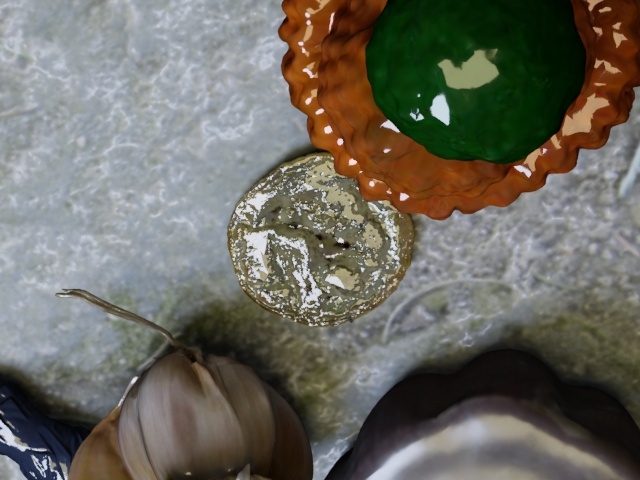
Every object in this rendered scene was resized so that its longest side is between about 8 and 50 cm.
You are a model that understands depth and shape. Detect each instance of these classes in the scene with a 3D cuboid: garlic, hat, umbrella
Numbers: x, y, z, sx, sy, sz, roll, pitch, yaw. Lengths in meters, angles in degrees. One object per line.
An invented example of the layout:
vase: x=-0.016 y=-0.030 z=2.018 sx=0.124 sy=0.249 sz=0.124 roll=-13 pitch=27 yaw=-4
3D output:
garlic: x=-0.121 y=0.156 z=1.449 sx=0.207 sy=0.207 sz=0.257 roll=-23 pitch=117 yaw=15
hat: x=0.105 y=-0.108 z=1.225 sx=0.285 sy=0.400 sz=0.285 roll=2 pitch=116 yaw=4
umbrella: x=-0.274 y=0.162 z=1.561 sx=0.248 sy=0.071 sz=0.071 roll=30 pitch=112 yaw=-1

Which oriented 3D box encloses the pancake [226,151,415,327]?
pancake: x=0.000 y=0.000 z=1.479 sx=0.158 sy=0.028 sz=0.158 roll=2 pitch=109 yaw=7

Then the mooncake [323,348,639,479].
mooncake: x=0.140 y=0.237 z=1.490 sx=0.306 sy=0.154 sz=0.306 roll=2 pitch=112 yaw=5
